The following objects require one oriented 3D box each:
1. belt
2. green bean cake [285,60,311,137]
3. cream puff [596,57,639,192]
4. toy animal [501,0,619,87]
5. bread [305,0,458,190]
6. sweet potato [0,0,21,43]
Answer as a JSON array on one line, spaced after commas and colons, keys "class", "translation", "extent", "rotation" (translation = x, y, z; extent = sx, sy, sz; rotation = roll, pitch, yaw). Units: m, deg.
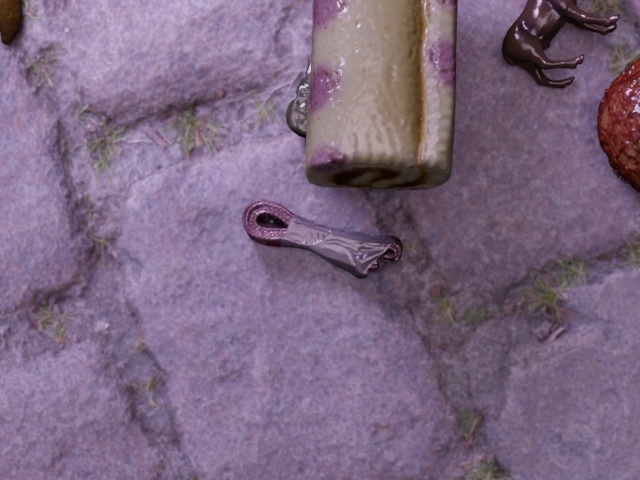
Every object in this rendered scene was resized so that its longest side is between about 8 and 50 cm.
[{"class": "belt", "translation": [0.000, 0.000, 1.260], "extent": [0.232, 0.053, 0.071], "rotation": [16, 85, 5]}, {"class": "green bean cake", "translation": [0.067, -0.199, 1.229], "extent": [0.183, 0.094, 0.185], "rotation": [25, 93, 5]}, {"class": "cream puff", "translation": [0.490, -0.158, 1.161], "extent": [0.240, 0.164, 0.240], "rotation": [0, 85, 4]}, {"class": "toy animal", "translation": [0.314, -0.333, 1.206], "extent": [0.186, 0.093, 0.214], "rotation": [39, 102, 12]}, {"class": "bread", "translation": [0.078, -0.237, 1.113], "extent": [0.187, 0.155, 0.339], "rotation": [2, 84, -6]}, {"class": "sweet potato", "translation": [-0.458, -0.415, 1.297], "extent": [0.069, 0.059, 0.250], "rotation": [9, 88, -15]}]
